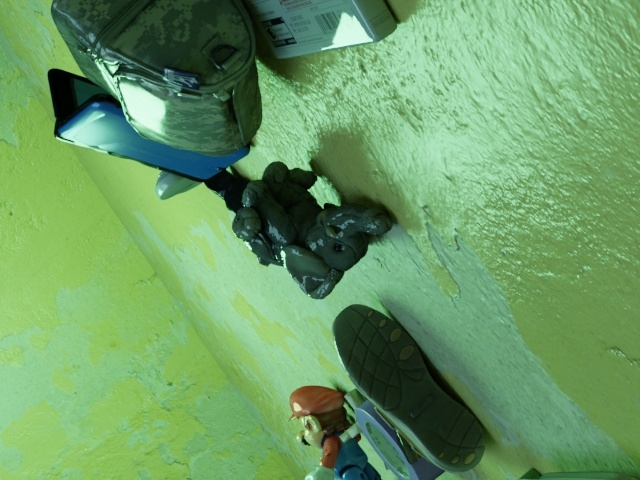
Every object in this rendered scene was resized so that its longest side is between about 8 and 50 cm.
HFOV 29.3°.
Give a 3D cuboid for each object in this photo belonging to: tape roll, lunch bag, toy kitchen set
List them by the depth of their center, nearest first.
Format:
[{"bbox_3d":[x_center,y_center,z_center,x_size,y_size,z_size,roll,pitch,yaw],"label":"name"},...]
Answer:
[{"bbox_3d":[-0.191,-0.254,1.653,0.256,0.212,0.305,41,169,9],"label":"lunch bag"},{"bbox_3d":[0.150,0.357,2.220,0.189,0.080,0.189,50,164,20],"label":"tape roll"},{"bbox_3d":[0.069,0.352,2.488,0.075,0.083,0.068,51,-154,11],"label":"toy kitchen set"}]

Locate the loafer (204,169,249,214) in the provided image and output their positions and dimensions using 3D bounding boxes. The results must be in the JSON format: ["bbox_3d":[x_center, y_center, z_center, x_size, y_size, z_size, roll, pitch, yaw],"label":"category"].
[{"bbox_3d":[-0.144,-0.079,2.226,0.061,0.062,0.170,38,-175,-46],"label":"loafer"}]

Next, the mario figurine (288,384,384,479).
[{"bbox_3d":[0.025,0.457,2.601,0.320,0.170,0.198,58,171,18],"label":"mario figurine"}]

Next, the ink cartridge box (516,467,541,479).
[{"bbox_3d":[0.304,0.442,1.887,0.062,0.109,0.209,46,163,29],"label":"ink cartridge box"}]

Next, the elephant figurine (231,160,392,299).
[{"bbox_3d":[0.000,0.000,1.796,0.239,0.169,0.186,29,-176,24],"label":"elephant figurine"}]

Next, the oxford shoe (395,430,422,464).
[{"bbox_3d":[0.145,0.282,2.111,0.076,0.076,0.212,75,171,-57],"label":"oxford shoe"}]

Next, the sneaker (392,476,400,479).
[{"bbox_3d":[0.214,0.555,2.415,0.252,0.103,0.111,45,164,28],"label":"sneaker"}]

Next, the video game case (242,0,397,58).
[{"bbox_3d":[-0.060,-0.352,1.407,0.300,0.036,0.329,58,165,-15],"label":"video game case"}]

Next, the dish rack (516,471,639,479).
[{"bbox_3d":[0.404,0.408,1.584,0.285,0.072,0.333,55,165,2],"label":"dish rack"}]

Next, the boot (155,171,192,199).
[{"bbox_3d":[-0.279,-0.152,2.284,0.123,0.095,0.258,58,-175,-2],"label":"boot"}]

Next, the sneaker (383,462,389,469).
[{"bbox_3d":[0.149,0.389,2.384,0.042,0.067,0.118,67,-170,-46],"label":"sneaker"}]

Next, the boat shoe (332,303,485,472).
[{"bbox_3d":[0.130,0.246,1.973,0.324,0.123,0.116,53,167,12],"label":"boat shoe"}]

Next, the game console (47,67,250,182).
[{"bbox_3d":[-0.294,-0.223,2.086,0.250,0.293,0.173,-24,57,51],"label":"game console"}]
